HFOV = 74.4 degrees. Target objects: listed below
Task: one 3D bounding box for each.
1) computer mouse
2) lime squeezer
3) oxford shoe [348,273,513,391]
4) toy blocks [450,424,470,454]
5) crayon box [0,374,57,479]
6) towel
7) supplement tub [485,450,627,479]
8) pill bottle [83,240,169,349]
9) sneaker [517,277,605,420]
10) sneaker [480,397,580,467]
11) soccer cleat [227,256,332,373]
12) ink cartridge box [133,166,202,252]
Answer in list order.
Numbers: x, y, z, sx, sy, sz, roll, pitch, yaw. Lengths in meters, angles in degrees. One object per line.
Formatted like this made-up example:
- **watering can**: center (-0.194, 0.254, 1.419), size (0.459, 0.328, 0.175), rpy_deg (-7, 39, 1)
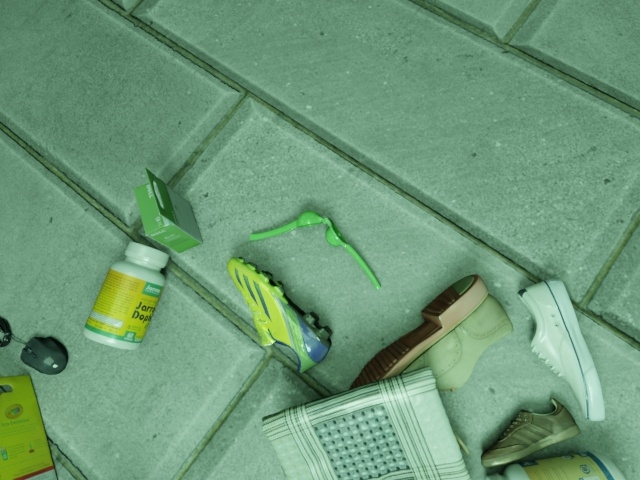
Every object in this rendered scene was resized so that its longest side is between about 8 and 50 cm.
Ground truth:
- **computer mouse**: center (-0.665, 0.229, 0.936), size (0.241, 0.041, 0.071), rpy_deg (20, 80, 12)
- **lime squeezer**: center (0.000, 0.000, 0.907), size (0.310, 0.059, 0.110), rpy_deg (21, 79, 11)
- **oxford shoe**: center (0.192, 0.245, 0.782), size (0.397, 0.140, 0.146), rpy_deg (-43, 90, 2)
- **toy blocks**: center (0.182, 0.386, 0.767), size (0.148, 0.054, 0.123), rpy_deg (-37, 105, -3)
- **crayon box**: center (-0.618, 0.424, 0.799), size (0.081, 0.202, 0.319), rpy_deg (-26, 73, 0)
- **towel**: center (0.090, 0.402, 0.717), size (0.311, 0.056, 0.325), rpy_deg (-19, 101, 6)
- **supplement tub**: center (0.395, 0.442, 0.698), size (0.199, 0.144, 0.145), rpy_deg (-12, 75, 4)
- **pill bottle**: center (-0.403, 0.114, 0.894), size (0.117, 0.118, 0.209), rpy_deg (16, 78, 11)
- **sneaker**: center (0.447, 0.204, 0.793), size (0.091, 0.094, 0.259), rpy_deg (-18, 69, 21)
- **sneaker**: center (0.372, 0.355, 0.775), size (0.188, 0.066, 0.071), rpy_deg (-19, 57, -4)
- **soccer cleat**: center (-0.105, 0.148, 0.864), size (0.289, 0.093, 0.121), rpy_deg (41, 90, 15)
- **ink cartridge box**: center (-0.327, -0.055, 0.880), size (0.062, 0.209, 0.109), rpy_deg (-22, 74, 0)
